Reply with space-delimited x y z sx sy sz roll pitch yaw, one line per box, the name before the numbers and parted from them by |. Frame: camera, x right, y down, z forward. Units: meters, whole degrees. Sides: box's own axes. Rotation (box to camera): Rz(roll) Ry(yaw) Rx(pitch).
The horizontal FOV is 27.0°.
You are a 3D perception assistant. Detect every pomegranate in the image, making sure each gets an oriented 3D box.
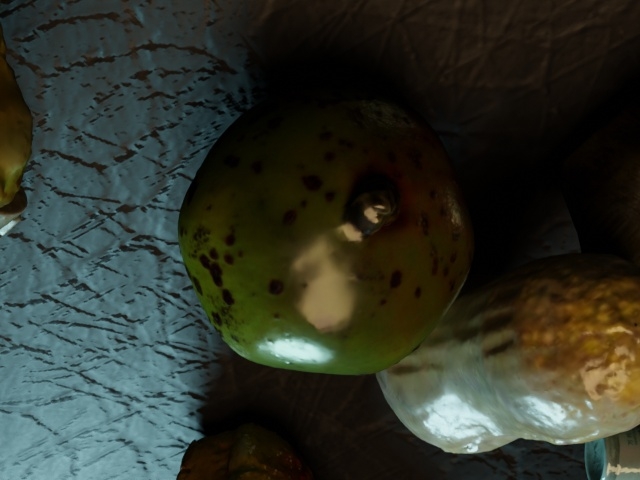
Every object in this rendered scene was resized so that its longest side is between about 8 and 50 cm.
pomegranate | 0.008 0.010 0.904 0.198 0.198 0.246 -8 143 2

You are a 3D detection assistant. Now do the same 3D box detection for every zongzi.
zongzi | 0.354 -0.060 0.904 0.286 0.138 0.300 19 125 -22

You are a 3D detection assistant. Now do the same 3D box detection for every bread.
bread | -0.009 0.331 1.167 0.109 0.185 0.380 -16 130 17

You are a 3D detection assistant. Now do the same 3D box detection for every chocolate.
chocolate | 0.133 0.083 0.930 0.134 0.134 0.309 22 165 -21

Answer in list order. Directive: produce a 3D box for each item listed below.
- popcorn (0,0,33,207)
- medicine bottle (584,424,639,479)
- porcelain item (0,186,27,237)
popcorn | -0.310 -0.098 0.737 0.282 0.282 0.247 -13 142 6
medicine bottle | 0.357 0.200 1.155 0.258 0.079 0.124 4 130 -8
porcelain item | -0.303 0.020 0.968 0.084 0.054 0.213 34 121 -26
